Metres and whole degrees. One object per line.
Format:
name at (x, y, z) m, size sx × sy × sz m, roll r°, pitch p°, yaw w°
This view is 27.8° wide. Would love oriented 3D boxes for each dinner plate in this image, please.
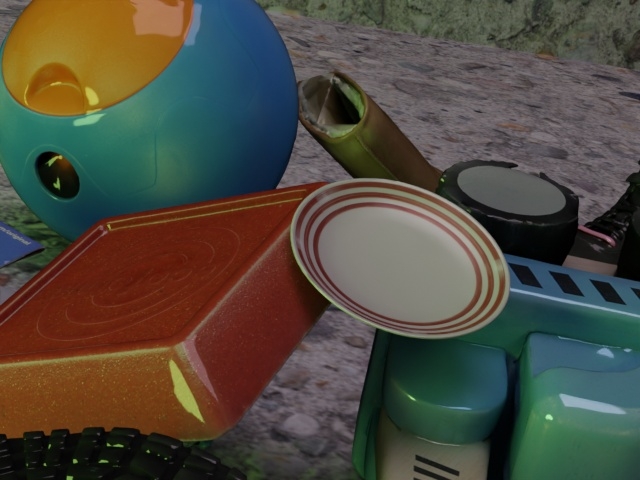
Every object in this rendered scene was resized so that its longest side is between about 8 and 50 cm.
dinner plate at (0.048, 0.012, 0.798) m, size 0.141 × 0.017 × 0.141 m, roll 12°, pitch 41°, yaw -11°

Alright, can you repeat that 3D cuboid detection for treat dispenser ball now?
treat dispenser ball at (-0.164, -0.124, 1.216) m, size 0.288 × 0.288 × 0.288 m, roll 11°, pitch 19°, yaw -4°

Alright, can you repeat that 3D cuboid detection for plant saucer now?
plant saucer at (-0.113, 0.039, 0.834) m, size 0.258 × 0.048 × 0.259 m, roll -8°, pitch 25°, yaw 32°

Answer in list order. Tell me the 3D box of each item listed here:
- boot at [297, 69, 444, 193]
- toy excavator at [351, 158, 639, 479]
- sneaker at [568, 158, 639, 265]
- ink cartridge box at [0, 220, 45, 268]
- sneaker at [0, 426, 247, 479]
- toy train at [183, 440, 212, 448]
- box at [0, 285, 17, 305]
boot at (0.066, -0.087, 1.359) m, size 0.269 × 0.089 × 0.236 m, roll 41°, pitch 0°, yaw -37°
toy excavator at (0.097, 0.135, 0.813) m, size 0.433 × 0.222 × 0.445 m, roll 11°, pitch 27°, yaw 0°
sneaker at (0.356, -0.030, 1.499) m, size 0.295 × 0.147 × 0.104 m, roll -7°, pitch 29°, yaw -42°
ink cartridge box at (-0.352, 0.050, 0.838) m, size 0.186 × 0.065 × 0.311 m, roll 25°, pitch 39°, yaw 25°
sneaker at (-0.160, 0.163, 0.605) m, size 0.283 × 0.124 × 0.107 m, roll -1°, pitch 13°, yaw 8°
toy train at (-0.111, 0.078, 0.952) m, size 0.080 × 0.105 × 0.184 m, roll 7°, pitch 20°, yaw -18°
box at (-0.347, 0.053, 0.965) m, size 0.233 × 0.044 × 0.159 m, roll 18°, pitch 20°, yaw 15°
